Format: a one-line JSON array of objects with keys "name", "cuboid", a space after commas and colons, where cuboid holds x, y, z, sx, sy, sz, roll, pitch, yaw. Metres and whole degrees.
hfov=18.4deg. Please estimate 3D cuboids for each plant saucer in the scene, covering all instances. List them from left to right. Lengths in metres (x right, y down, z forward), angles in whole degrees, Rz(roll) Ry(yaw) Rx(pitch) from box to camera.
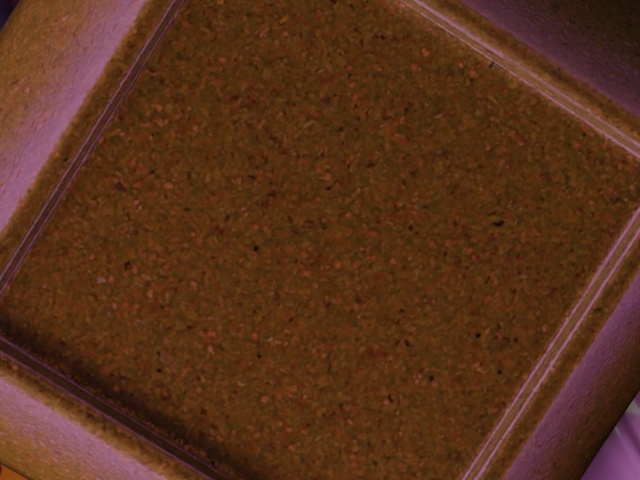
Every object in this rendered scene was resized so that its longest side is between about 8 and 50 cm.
[{"name": "plant saucer", "cuboid": [0.000, 0.000, 0.484, 0.188, 0.188, 0.045, 32, -176, -7]}]

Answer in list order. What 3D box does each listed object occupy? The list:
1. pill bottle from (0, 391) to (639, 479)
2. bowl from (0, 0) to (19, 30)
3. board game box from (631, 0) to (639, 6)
[{"name": "pill bottle", "cuboid": [-0.033, 0.113, 0.611, 0.188, 0.334, 0.188, 57, 174, 9]}, {"name": "bowl", "cuboid": [-0.180, -0.015, 0.754, 0.311, 0.163, 0.311, 167, 90, -71]}, {"name": "board game box", "cuboid": [-0.010, -0.186, 0.466, 0.336, 0.079, 0.254, 44, 148, -26]}]
